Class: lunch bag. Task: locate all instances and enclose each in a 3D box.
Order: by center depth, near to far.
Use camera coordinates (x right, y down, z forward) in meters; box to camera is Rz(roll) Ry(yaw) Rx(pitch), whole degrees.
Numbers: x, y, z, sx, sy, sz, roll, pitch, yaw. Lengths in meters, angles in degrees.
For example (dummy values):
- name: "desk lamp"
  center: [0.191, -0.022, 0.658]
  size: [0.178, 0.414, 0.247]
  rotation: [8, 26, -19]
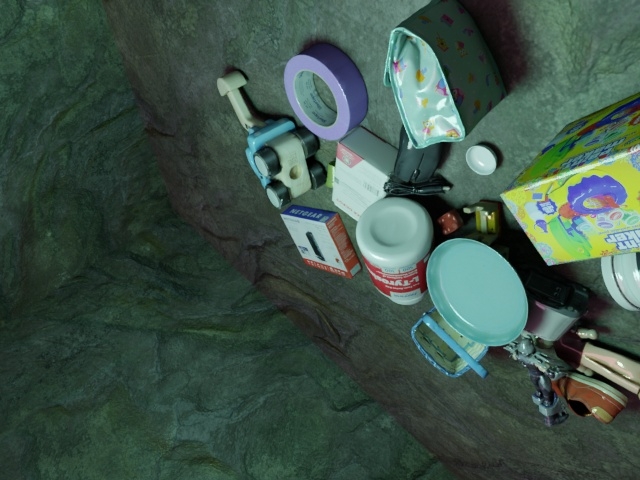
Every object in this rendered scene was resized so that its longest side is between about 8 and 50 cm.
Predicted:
- name: "lunch bag"
  center: [0.256, -0.365, 0.987]
  size: [0.160, 0.223, 0.262]
  rotation: [-3, 124, 50]

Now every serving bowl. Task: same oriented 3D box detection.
- name: "serving bowl"
  center: [0.414, -0.209, 1.176]
  size: [0.083, 0.027, 0.083]
  rotation: [37, 152, 23]

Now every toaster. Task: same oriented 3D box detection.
- name: "toaster"
  center: [0.592, 0.169, 1.260]
  size: [0.226, 0.129, 0.147]
  rotation: [26, 138, 24]

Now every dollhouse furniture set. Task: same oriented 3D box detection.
- name: "dollhouse furniture set"
  center: [0.455, 0.051, 1.378]
  size: [0.201, 0.152, 0.375]
  rotation: [17, 123, 49]

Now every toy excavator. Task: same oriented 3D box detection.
- name: "toy excavator"
  center: [-0.222, -0.392, 1.771]
  size: [0.445, 0.222, 0.433]
  rotation: [37, 152, 43]

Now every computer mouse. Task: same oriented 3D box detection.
- name: "computer mouse"
  center: [0.274, -0.220, 1.254]
  size: [0.188, 0.072, 0.272]
  rotation: [0, 133, 1]

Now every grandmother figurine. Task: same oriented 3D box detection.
- name: "grandmother figurine"
  center: [0.738, 0.315, 1.298]
  size: [0.342, 0.104, 0.208]
  rotation: [22, 135, 40]

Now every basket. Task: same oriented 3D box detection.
- name: "basket"
  center: [0.436, 0.334, 1.542]
  size: [0.255, 0.201, 0.289]
  rotation: [46, -179, 10]

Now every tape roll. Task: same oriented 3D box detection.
- name: "tape roll"
  center: [0.014, -0.451, 1.418]
  size: [0.274, 0.090, 0.275]
  rotation: [38, 153, 23]

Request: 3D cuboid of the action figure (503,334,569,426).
- name: "action figure"
  center: [0.642, 0.393, 1.360]
  size: [0.285, 0.099, 0.185]
  rotation: [66, 175, -16]

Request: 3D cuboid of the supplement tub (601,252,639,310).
- name: "supplement tub"
  center: [0.705, 0.041, 0.860]
  size: [0.191, 0.191, 0.272]
  rotation: [52, 154, -6]

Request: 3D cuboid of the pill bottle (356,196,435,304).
- name: "pill bottle"
  center: [0.261, 0.057, 1.508]
  size: [0.229, 0.229, 0.408]
  rotation: [34, 165, 30]

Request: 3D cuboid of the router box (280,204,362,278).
- name: "router box"
  center: [0.000, 0.000, 2.065]
  size: [0.335, 0.082, 0.301]
  rotation: [14, 137, 51]

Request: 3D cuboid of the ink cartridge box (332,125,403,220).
- name: "ink cartridge box"
  center: [0.154, -0.194, 1.510]
  size: [0.207, 0.117, 0.283]
  rotation: [39, 152, 21]

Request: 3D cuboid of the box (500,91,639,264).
- name: "box"
  center: [0.537, -0.122, 0.805]
  size: [0.177, 0.279, 0.290]
  rotation: [52, 154, -7]

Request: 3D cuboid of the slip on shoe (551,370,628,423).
- name: "slip on shoe"
  center: [0.768, 0.465, 1.377]
  size: [0.123, 0.101, 0.331]
  rotation: [36, 173, 5]

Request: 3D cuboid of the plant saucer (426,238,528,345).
- name: "plant saucer"
  center: [0.433, 0.138, 1.284]
  size: [0.317, 0.043, 0.318]
  rotation: [31, 132, 41]

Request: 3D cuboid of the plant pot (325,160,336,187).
- name: "plant pot"
  center: [0.057, -0.242, 1.661]
  size: [0.083, 0.083, 0.079]
  rotation: [26, 134, 39]
